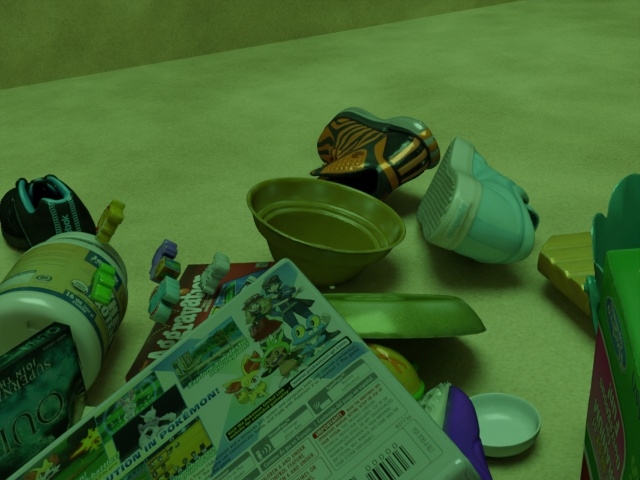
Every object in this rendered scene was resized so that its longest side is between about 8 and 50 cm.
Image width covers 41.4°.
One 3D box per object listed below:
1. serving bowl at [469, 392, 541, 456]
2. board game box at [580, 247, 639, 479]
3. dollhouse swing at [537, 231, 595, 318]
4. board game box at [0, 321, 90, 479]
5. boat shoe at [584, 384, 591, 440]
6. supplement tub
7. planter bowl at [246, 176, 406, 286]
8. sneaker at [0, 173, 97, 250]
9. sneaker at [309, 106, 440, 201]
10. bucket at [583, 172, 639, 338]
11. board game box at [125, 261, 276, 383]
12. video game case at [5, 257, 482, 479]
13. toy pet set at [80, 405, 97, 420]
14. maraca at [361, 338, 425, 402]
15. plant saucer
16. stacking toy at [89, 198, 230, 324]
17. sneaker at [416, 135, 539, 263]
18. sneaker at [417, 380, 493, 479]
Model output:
[{"bbox_3d":[0.168,0.181,0.810,0.083,0.027,0.083,-5,24,2],"label":"serving bowl"},{"bbox_3d":[0.164,0.198,0.367,0.064,0.316,0.242,-3,40,8],"label":"board game box"},{"bbox_3d":[0.469,-0.044,0.952,0.305,0.315,0.347,9,21,-18],"label":"dollhouse swing"},{"bbox_3d":[-0.301,0.176,0.807,0.026,0.126,0.186,9,29,31],"label":"board game box"},{"bbox_3d":[0.267,0.201,0.672,0.096,0.098,0.277,-1,34,10],"label":"boat shoe"},{"bbox_3d":[-0.307,0.085,0.985,0.144,0.144,0.200,-4,25,3],"label":"supplement tub"},{"bbox_3d":[0.000,0.000,1.141,0.217,0.090,0.217,11,26,-5],"label":"planter bowl"},{"bbox_3d":[-0.418,-0.047,1.305,0.125,0.140,0.341,-22,28,-28],"label":"sneaker"},{"bbox_3d":[0.039,-0.127,1.403,0.180,0.124,0.321,-36,18,-20],"label":"sneaker"},{"bbox_3d":[0.329,0.072,0.591,0.281,0.183,0.281,-8,35,6],"label":"bucket"},{"bbox_3d":[-0.130,0.100,1.056,0.145,0.027,0.281,-3,25,8],"label":"board game box"},{"bbox_3d":[-0.090,0.184,0.626,0.329,0.036,0.300,-39,35,-4],"label":"video game case"},{"bbox_3d":[-0.176,0.204,0.815,0.114,0.065,0.122,3,57,14],"label":"toy pet set"},{"bbox_3d":[0.041,0.144,0.843,0.127,0.099,0.185,1,8,9],"label":"maraca"},{"bbox_3d":[0.059,0.079,0.925,0.241,0.037,0.241,1,-1,0],"label":"plant saucer"},{"bbox_3d":[-0.186,0.049,0.987,0.167,0.052,0.221,28,21,-22],"label":"stacking toy"},{"bbox_3d":[0.230,-0.044,1.216,0.150,0.135,0.366,26,22,-2],"label":"sneaker"},{"bbox_3d":[0.102,0.239,0.582,0.146,0.102,0.293,24,42,-9],"label":"sneaker"}]
